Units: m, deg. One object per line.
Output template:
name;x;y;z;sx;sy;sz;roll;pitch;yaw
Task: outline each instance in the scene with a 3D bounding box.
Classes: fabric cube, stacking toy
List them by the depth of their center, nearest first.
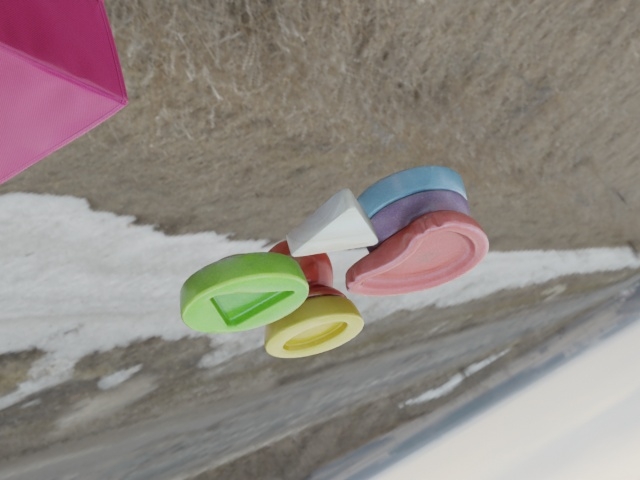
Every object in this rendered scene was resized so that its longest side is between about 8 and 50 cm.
fabric cube;-0.384;-0.216;0.712;0.254;0.259;0.258;-25;161;23
stacking toy;0.000;0.000;0.815;0.309;0.130;0.279;-32;149;28
